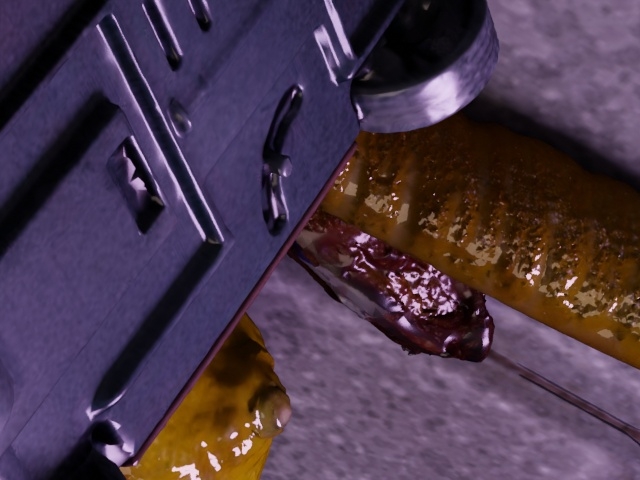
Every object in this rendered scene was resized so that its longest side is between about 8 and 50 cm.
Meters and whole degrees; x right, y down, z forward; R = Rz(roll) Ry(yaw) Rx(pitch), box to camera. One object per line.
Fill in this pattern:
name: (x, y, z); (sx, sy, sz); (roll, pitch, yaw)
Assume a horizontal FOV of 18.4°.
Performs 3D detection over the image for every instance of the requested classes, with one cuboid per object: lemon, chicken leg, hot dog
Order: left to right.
lemon: (-0.126, 0.087, 1.039); (0.256, 0.188, 0.188); (3, 140, 35)
chicken leg: (0.005, 0.000, 0.977); (0.205, 0.053, 0.093); (45, 154, -22)
hot dog: (0.076, -0.017, 0.890); (0.289, 0.083, 0.068); (26, 126, -5)

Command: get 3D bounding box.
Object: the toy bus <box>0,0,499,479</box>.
toy bus: (-0.120, -0.052, 0.664); (0.233, 0.427, 0.203); (14, 145, 32)
